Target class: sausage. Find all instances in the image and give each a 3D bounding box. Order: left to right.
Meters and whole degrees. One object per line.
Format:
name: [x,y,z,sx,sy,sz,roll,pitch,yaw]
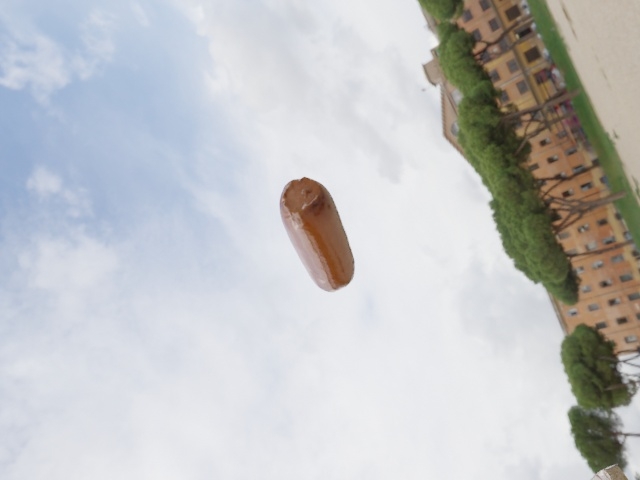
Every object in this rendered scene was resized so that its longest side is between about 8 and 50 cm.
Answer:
sausage: [0.000,0.000,0.643,0.197,0.076,0.076,65,-157,-47]

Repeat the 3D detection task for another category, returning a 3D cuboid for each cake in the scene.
cake: [0.508,0.449,0.803,0.052,0.065,0.121,6,-135,-32]
